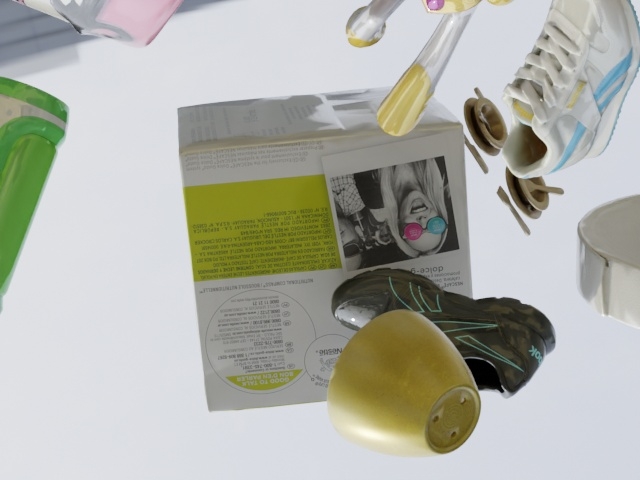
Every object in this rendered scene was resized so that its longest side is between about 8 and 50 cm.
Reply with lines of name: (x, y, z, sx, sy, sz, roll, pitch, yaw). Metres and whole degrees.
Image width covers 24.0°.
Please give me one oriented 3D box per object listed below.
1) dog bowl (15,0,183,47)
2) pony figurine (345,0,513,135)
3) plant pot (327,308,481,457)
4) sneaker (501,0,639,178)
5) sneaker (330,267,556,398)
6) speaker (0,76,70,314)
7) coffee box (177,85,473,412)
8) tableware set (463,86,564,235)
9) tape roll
dog bowl: (-0.077, -0.300, 0.966, 0.150, 0.408, 0.408, 35, -133, -11)
pony figurine: (0.167, -0.287, 1.311, 0.303, 0.363, 0.351, 39, -112, 0)
plant pot: (0.087, 0.141, 1.347, 0.134, 0.134, 0.095, -33, -142, -25)
sneaker: (0.215, -0.143, 1.318, 0.092, 0.229, 0.087, -25, -128, -22)
sneaker: (0.123, 0.104, 1.680, 0.267, 0.101, 0.106, 10, -127, 27)
speaker: (-0.400, -0.040, 1.796, 0.131, 0.131, 0.297, 15, -100, 22)
coffee box: (0.000, 0.000, 1.928, 0.338, 0.335, 0.337, -6, -165, -3)
tableware set: (0.259, -0.115, 2.038, 0.039, 0.194, 0.128, -25, -159, 32)
tape roll: (0.471, 0.021, 1.637, 0.391, 0.072, 0.392, -2, -163, 1)
